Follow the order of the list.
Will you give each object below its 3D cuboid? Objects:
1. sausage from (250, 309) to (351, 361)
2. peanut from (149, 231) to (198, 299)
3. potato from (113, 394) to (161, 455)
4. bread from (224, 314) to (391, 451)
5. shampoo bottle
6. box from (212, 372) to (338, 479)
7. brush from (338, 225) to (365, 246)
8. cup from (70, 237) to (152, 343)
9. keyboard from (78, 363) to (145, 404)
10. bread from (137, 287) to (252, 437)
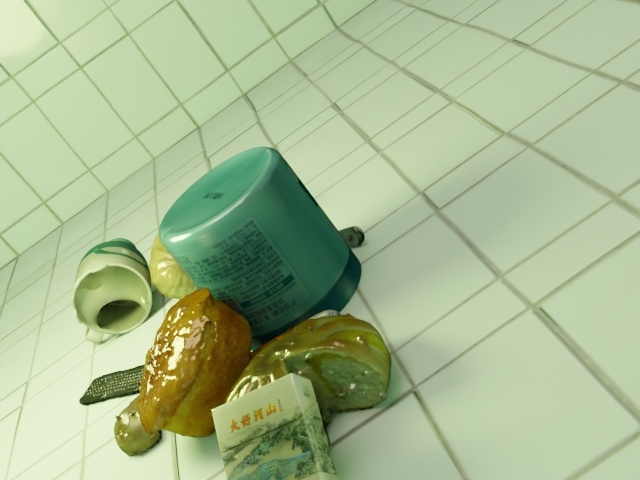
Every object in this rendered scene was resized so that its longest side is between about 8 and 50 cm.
[{"bbox_3d":[-0.038,0.208,1.739,0.234,0.071,0.071,-31,25,13],"label":"sausage"},{"bbox_3d":[-0.407,0.054,2.385,0.158,0.174,0.340,-9,17,-13],"label":"peanut"},{"bbox_3d":[-0.422,0.399,1.877,0.100,0.089,0.172,-39,26,1],"label":"potato"},{"bbox_3d":[-0.036,0.258,1.539,0.333,0.160,0.333,-30,24,15],"label":"bread"},{"bbox_3d":[-0.136,0.017,1.881,0.331,0.343,0.331,-30,25,16],"label":"shampoo bottle"},{"bbox_3d":[-0.065,0.362,1.340,0.164,0.069,0.257,-27,61,19],"label":"box"},{"bbox_3d":[0.000,0.000,2.090,0.296,0.068,0.060,-9,14,40],"label":"brush"},{"bbox_3d":[-0.612,0.155,2.450,0.290,0.219,0.258,-65,19,15],"label":"cup"},{"bbox_3d":[-0.512,0.363,2.150,0.262,0.016,0.106,-18,30,35],"label":"keyboard"},{"bbox_3d":[-0.261,0.255,1.732,0.312,0.172,0.312,-49,27,36],"label":"bread"}]
